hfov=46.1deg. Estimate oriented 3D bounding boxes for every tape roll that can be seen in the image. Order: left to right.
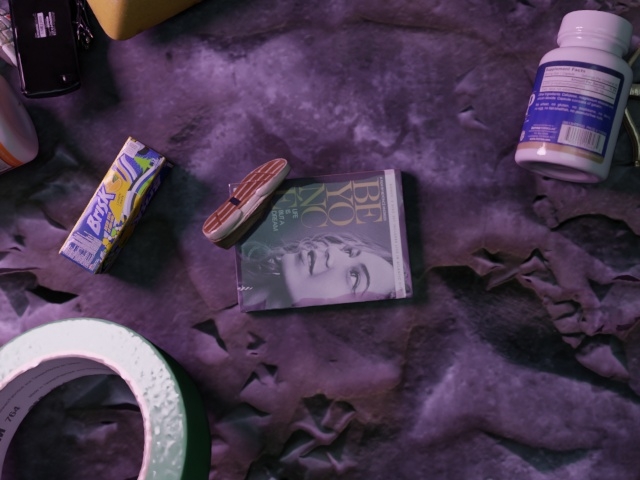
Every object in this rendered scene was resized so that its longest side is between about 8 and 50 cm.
[{"bbox_3d":[-0.287,0.250,0.857,0.321,0.077,0.321,-6,65,12],"label":"tape roll"}]

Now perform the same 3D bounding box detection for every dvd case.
[{"bbox_3d":[0.000,0.000,0.954,0.221,0.018,0.165,-5,88,1],"label":"dvd case"}]

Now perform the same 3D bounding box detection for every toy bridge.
[{"bbox_3d":[0.408,-0.185,0.948,0.063,0.026,0.188,7,88,4],"label":"toy bridge"}]

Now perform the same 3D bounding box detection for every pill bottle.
[{"bbox_3d":[-0.472,-0.111,0.915,0.221,0.121,0.121,-24,88,0],"label":"pill bottle"},{"bbox_3d":[0.311,-0.172,0.907,0.112,0.112,0.187,15,88,2],"label":"pill bottle"}]

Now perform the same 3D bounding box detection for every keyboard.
[{"bbox_3d":[-0.338,-0.267,0.958,0.100,0.038,0.192,-10,77,-10],"label":"keyboard"}]

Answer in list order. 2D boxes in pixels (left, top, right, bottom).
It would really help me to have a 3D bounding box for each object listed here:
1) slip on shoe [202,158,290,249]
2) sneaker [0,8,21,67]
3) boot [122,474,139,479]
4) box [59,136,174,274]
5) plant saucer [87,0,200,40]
[{"bbox_3d":[-0.084,-0.044,0.931,0.135,0.051,0.041,-47,126,-7],"label":"slip on shoe"},{"bbox_3d":[-0.433,-0.268,0.962,0.158,0.061,0.065,45,117,3],"label":"sneaker"},{"bbox_3d":[-0.237,0.401,0.907,0.246,0.094,0.207,-17,86,4],"label":"boot"},{"bbox_3d":[-0.253,-0.042,0.939,0.054,0.059,0.169,32,89,1],"label":"box"},{"bbox_3d":[-0.187,-0.462,0.890,0.333,0.081,0.333,-29,102,-5],"label":"plant saucer"}]
